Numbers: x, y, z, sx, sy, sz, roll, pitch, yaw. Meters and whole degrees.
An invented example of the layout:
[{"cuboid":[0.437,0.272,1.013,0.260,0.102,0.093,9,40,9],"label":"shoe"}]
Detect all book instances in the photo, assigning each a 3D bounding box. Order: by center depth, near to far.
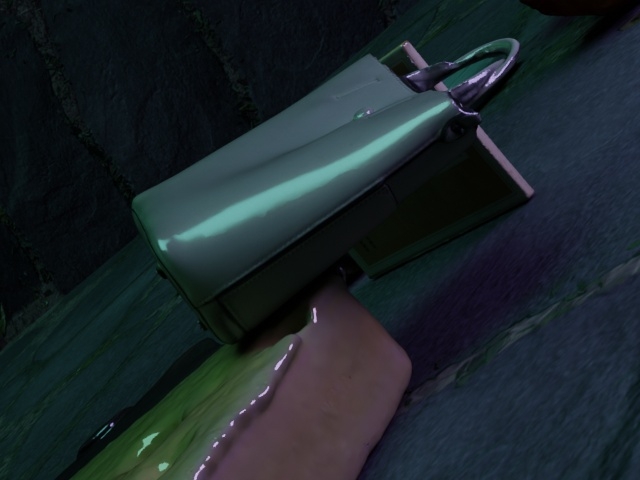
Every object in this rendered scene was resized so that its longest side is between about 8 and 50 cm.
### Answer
[{"cuboid":[0.060,-0.063,1.335,0.018,0.170,0.242,-47,11,-35],"label":"book"}]

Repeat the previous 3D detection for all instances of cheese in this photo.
[{"cuboid":[-0.103,0.201,1.001,0.384,0.104,0.384,-41,8,7],"label":"cheese"}]

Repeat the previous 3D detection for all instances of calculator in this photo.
[{"cuboid":[0.147,-0.168,1.848,0.141,0.045,0.246,-47,11,-25],"label":"calculator"}]

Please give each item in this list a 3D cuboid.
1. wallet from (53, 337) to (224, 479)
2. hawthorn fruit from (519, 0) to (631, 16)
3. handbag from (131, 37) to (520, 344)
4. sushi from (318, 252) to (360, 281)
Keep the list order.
[{"cuboid":[-0.215,0.218,1.595,0.309,0.042,0.165,-44,11,-7],"label":"wallet"},{"cuboid":[0.273,-0.318,1.612,0.207,0.207,0.243,-46,-19,-19],"label":"hawthorn fruit"},{"cuboid":[0.009,-0.071,1.124,0.315,0.109,0.241,-40,21,-1],"label":"handbag"},{"cuboid":[0.002,0.003,1.525,0.226,0.103,0.097,-41,-18,23],"label":"sushi"}]
